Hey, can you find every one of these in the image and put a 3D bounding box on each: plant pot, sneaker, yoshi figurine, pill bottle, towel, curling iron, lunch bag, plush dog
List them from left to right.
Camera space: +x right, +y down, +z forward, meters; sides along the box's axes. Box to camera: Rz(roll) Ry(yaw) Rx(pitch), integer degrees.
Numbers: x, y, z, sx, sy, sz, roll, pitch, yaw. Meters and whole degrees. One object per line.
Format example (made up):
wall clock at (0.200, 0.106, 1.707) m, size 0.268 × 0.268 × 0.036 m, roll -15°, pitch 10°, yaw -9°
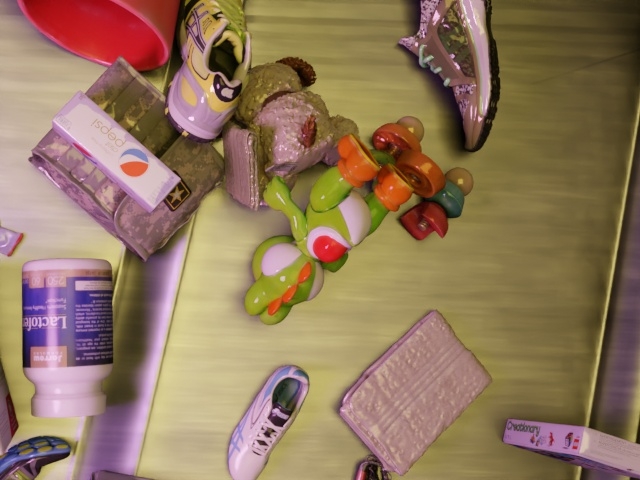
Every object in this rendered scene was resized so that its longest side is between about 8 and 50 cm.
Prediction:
sneaker at (-0.521, 0.401, 1.623) m, size 0.188 × 0.067 × 0.078 m, roll -26°, pitch 112°, yaw -15°
pill bottle at (-0.434, 0.166, 1.610) m, size 0.153 × 0.153 × 0.265 m, roll -1°, pitch 85°, yaw -12°
plant pot at (-0.357, -0.471, 1.645) m, size 0.275 × 0.275 × 0.243 m, roll 20°, pitch 71°, yaw -10°
lunch bag at (-0.330, -0.135, 1.656) m, size 0.287 × 0.169 × 0.235 m, roll 43°, pitch 74°, yaw -13°
sneaker at (-0.172, -0.351, 1.660) m, size 0.145 × 0.147 × 0.385 m, roll 22°, pitch 51°, yaw -33°
towel at (-0.138, -0.132, 1.651) m, size 0.027 × 0.110 × 0.148 m, roll -17°, pitch 117°, yaw -28°
sneaker at (-0.096, 0.334, 1.704) m, size 0.085 × 0.086 × 0.237 m, roll 30°, pitch 81°, yaw -10°
plush dog at (-0.078, -0.227, 1.721) m, size 0.262 × 0.210 × 0.225 m, roll -33°, pitch 69°, yaw -13°
yoshi figurine at (-0.013, -0.017, 1.672) m, size 0.203 × 0.203 × 0.362 m, roll 45°, pitch 103°, yaw 16°
curling iron at (0.068, 0.539, 1.745) m, size 0.068 × 0.035 × 0.274 m, roll 20°, pitch 81°, yaw -10°
towel at (0.181, 0.290, 1.779) m, size 0.282 × 0.049 × 0.187 m, roll -41°, pitch 95°, yaw -19°
sneaker at (0.251, -0.372, 1.843) m, size 0.182 × 0.158 × 0.410 m, roll -6°, pitch 88°, yaw 18°

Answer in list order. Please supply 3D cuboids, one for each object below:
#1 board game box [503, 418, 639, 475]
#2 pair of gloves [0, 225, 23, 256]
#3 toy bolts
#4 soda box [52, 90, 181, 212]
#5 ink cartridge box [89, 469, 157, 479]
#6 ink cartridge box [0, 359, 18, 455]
board game box at (0.486, 0.382, 1.713) m, size 0.193 × 0.305 × 0.053 m, roll 19°, pitch 78°, yaw -11°
pair of gloves at (-0.631, 0.026, 1.646) m, size 0.159 × 0.023 × 0.198 m, roll 27°, pitch 79°, yaw -8°
toy bolts at (0.211, -0.130, 1.767) m, size 0.158 × 0.218 × 0.228 m, roll -49°, pitch 114°, yaw -22°
soda box at (-0.335, -0.142, 1.530) m, size 0.216 × 0.074 × 0.069 m, roll 42°, pitch 75°, yaw -9°
ink cartridge box at (-0.326, 0.563, 1.613) m, size 0.211 × 0.121 × 0.289 m, roll 13°, pitch 82°, yaw -11°
ink cartridge box at (-0.602, 0.200, 1.523) m, size 0.131 × 0.226 × 0.306 m, roll -17°, pitch 92°, yaw -10°
